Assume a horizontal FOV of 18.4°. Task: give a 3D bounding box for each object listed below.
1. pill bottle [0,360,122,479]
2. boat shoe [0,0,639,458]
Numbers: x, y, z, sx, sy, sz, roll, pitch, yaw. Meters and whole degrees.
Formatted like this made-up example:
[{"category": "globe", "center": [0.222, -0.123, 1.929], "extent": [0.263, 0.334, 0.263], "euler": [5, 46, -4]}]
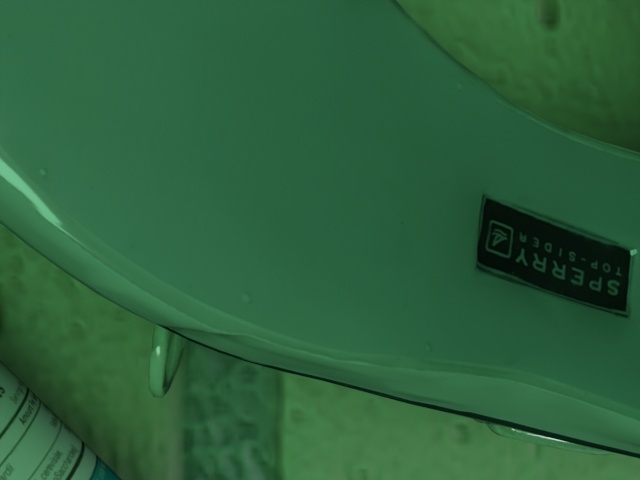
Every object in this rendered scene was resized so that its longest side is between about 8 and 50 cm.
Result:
[{"category": "pill bottle", "center": [-0.135, 0.123, 0.696], "extent": [0.146, 0.146, 0.264], "euler": [-44, 99, 3]}, {"category": "boat shoe", "center": [0.003, -0.008, 0.671], "extent": [0.367, 0.156, 0.136], "euler": [19, 72, -30]}]
